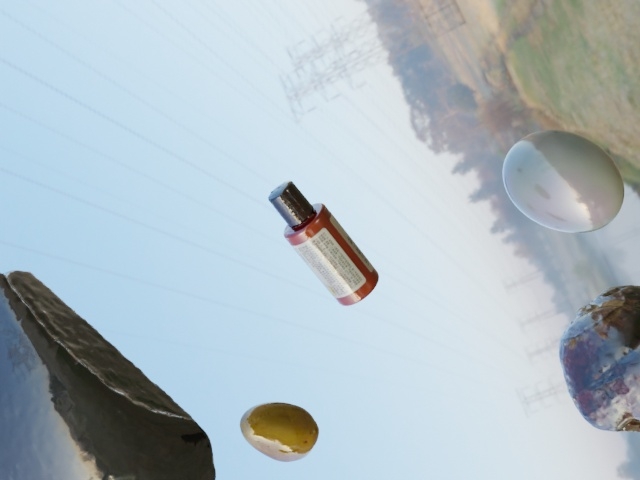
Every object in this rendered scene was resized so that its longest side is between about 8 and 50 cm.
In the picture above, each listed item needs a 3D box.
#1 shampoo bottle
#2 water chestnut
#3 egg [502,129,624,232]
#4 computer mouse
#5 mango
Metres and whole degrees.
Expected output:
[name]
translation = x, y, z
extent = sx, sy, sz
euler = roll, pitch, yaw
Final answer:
[shampoo bottle]
translation = 0.000, 0.000, 1.498
extent = 0.278, 0.104, 0.104
euler = 51, -160, -21
[water chestnut]
translation = 0.580, 0.222, 1.365
extent = 0.289, 0.288, 0.245
euler = -85, -10, -61
[egg]
translation = 0.260, -0.063, 0.808
extent = 0.135, 0.103, 0.103
euler = 36, 178, 33
[computer mouse]
translation = -0.218, 0.159, 0.608
extent = 0.269, 0.170, 0.100
euler = 38, -162, 13
[mango]
translation = -0.058, 0.266, 1.056
extent = 0.060, 0.114, 0.080
euler = 115, 158, -54
